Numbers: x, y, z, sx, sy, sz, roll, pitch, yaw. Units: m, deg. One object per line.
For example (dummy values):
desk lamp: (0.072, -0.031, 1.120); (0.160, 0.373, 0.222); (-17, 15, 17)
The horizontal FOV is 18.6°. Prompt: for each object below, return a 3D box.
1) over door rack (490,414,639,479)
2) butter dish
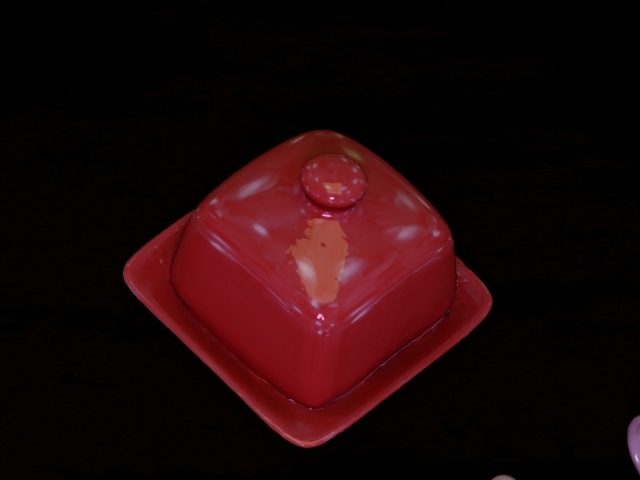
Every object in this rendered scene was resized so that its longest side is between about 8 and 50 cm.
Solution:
over door rack: (0.167, 0.234, 0.904); (0.239, 0.108, 0.324); (-23, 60, -23)
butter dish: (0.000, 0.000, 1.049); (0.160, 0.118, 0.160); (-35, 66, -30)
